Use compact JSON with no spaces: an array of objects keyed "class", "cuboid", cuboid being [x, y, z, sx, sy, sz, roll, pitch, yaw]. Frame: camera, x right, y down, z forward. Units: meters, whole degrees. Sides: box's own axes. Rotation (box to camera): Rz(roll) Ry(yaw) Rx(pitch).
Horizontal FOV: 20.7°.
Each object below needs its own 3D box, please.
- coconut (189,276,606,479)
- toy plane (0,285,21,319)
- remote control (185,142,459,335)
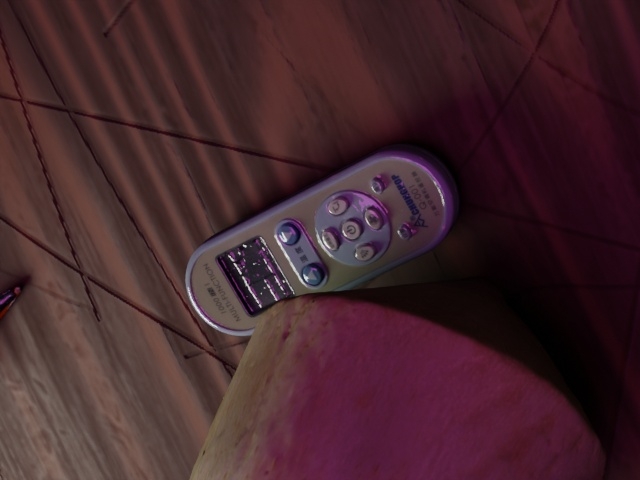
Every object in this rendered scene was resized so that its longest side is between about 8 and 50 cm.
[{"class":"coconut","cuboid":[0.057,0.158,1.269,0.328,0.329,0.329,8,112,19]},{"class":"toy plane","cuboid":[-0.329,0.096,1.515,0.189,0.061,0.130,-43,60,26]},{"class":"remote control","cuboid":[0.000,0.000,1.355,0.244,0.047,0.087,-26,102,27]}]
